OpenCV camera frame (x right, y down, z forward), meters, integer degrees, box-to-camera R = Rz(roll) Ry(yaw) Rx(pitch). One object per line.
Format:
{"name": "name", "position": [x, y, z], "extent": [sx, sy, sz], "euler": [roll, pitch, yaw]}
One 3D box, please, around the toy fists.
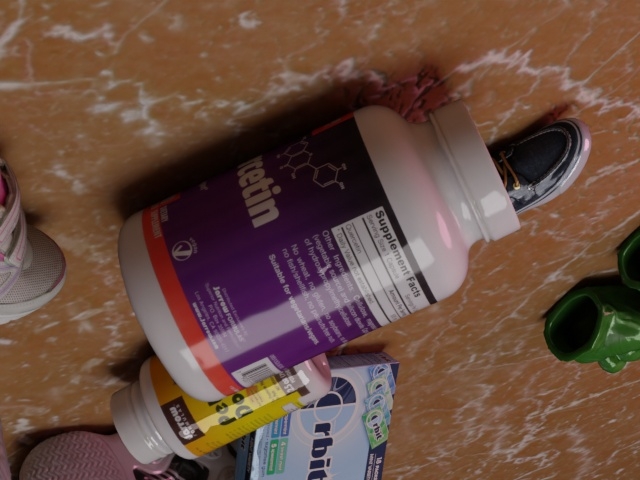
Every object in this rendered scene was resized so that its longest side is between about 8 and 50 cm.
{"name": "toy fists", "position": [0.398, 0.067, 1.793], "extent": [0.142, 0.096, 0.279], "euler": [0, 144, -36]}

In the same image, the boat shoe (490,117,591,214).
{"name": "boat shoe", "position": [0.171, -0.058, 1.445], "extent": [0.083, 0.065, 0.183], "euler": [10, 140, -46]}

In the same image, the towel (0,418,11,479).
{"name": "towel", "position": [-0.439, 0.282, 1.346], "extent": [0.374, 0.320, 0.090], "euler": [-26, 147, 10]}

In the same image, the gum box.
{"name": "gum box", "position": [-0.005, 0.212, 1.736], "extent": [0.184, 0.041, 0.157], "euler": [-3, 109, -31]}

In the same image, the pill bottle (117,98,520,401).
{"name": "pill bottle", "position": [0.000, 0.000, 1.305], "extent": [0.323, 0.181, 0.181], "euler": [-25, 152, 5]}

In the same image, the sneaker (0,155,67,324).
{"name": "sneaker", "position": [-0.273, -0.012, 1.177], "extent": [0.111, 0.103, 0.252], "euler": [-30, 152, 19]}

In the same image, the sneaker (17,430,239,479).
{"name": "sneaker", "position": [-0.211, 0.317, 1.772], "extent": [0.366, 0.137, 0.210], "euler": [6, 143, -35]}

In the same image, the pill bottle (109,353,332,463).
{"name": "pill bottle", "position": [-0.105, 0.150, 1.561], "extent": [0.215, 0.117, 0.117], "euler": [-27, 152, 9]}
